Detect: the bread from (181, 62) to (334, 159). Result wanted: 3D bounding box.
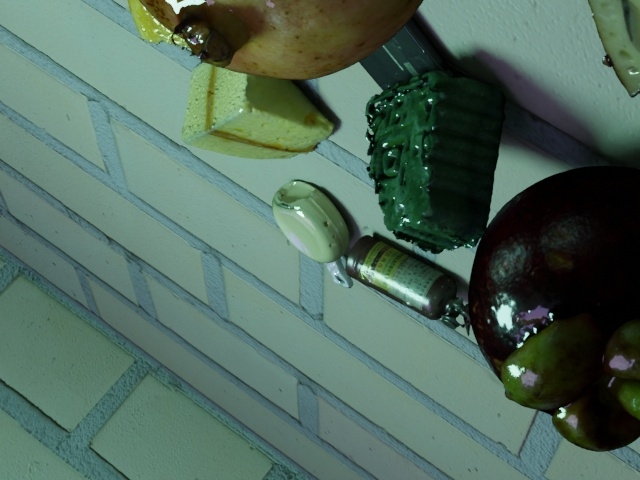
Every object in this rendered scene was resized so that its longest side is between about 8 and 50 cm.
[{"bbox_3d":[-0.083,-0.204,1.845,0.178,0.135,0.240,13,167,-24],"label":"bread"}]

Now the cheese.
[{"bbox_3d":[0.000,0.000,2.038,0.137,0.064,0.227,23,150,44],"label":"cheese"}]

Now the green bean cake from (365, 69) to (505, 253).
[{"bbox_3d":[0.121,-0.089,1.487,0.107,0.208,0.193,13,167,-30],"label":"green bean cake"}]

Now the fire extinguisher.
[{"bbox_3d":[0.166,0.077,1.927,0.252,0.075,0.106,27,-178,26],"label":"fire extinguisher"}]

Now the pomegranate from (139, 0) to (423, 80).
[{"bbox_3d":[-0.057,-0.302,1.240,0.338,0.338,0.338,33,156,17],"label":"pomegranate"}]

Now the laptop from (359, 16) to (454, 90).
[{"bbox_3d":[0.059,-0.265,1.509,0.207,0.026,0.154,49,155,-21],"label":"laptop"}]

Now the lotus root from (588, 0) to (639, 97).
[{"bbox_3d":[0.306,-0.239,1.110,0.170,0.074,0.260,43,159,-4],"label":"lotus root"}]

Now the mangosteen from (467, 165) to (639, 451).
[{"bbox_3d":[0.315,0.083,1.341,0.306,0.347,0.307,1,132,1],"label":"mangosteen"}]

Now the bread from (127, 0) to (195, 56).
[{"bbox_3d":[-0.159,-0.322,1.593,0.229,0.143,0.139,16,148,41],"label":"bread"}]
